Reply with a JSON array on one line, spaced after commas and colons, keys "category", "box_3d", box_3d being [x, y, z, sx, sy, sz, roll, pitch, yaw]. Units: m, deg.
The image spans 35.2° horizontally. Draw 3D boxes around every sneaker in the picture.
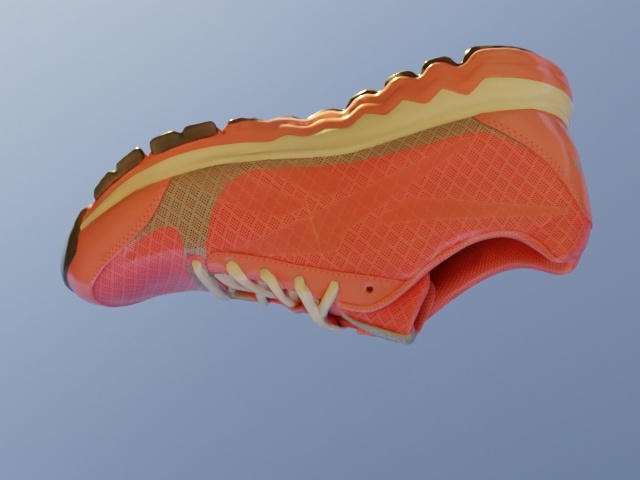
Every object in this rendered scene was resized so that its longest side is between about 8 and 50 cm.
[{"category": "sneaker", "box_3d": [0.000, 0.000, 0.562, 0.314, 0.116, 0.136, -18, -111, 9]}]
